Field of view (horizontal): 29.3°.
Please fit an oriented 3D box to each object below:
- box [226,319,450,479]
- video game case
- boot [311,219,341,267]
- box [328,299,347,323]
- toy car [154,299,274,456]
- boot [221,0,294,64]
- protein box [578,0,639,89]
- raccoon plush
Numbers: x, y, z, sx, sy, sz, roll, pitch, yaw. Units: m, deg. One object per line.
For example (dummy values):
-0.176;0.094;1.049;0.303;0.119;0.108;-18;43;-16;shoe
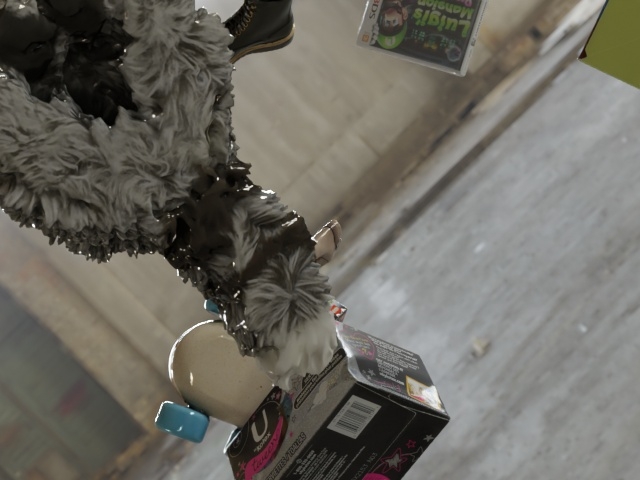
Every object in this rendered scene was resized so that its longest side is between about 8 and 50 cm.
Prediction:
0.016;0.248;1.575;0.247;0.163;0.142;-54;31;19;box
0.157;-0.351;1.823;0.022;0.190;0.173;3;-74;-58;video game case
0.000;0.000;1.963;0.087;0.042;0.118;-50;-21;-24;boot
-0.036;0.157;1.978;0.036;0.114;0.207;-40;-24;-45;box
-0.130;0.203;1.797;0.219;0.210;0.238;-68;11;-12;toy car
-0.133;-0.336;1.884;0.198;0.076;0.137;-24;-18;-14;boot
0.398;-0.210;1.250;0.201;0.200;0.136;-28;-36;-65;protein box
-0.201;-0.067;0.991;0.216;0.446;0.299;-32;25;-23;raccoon plush
